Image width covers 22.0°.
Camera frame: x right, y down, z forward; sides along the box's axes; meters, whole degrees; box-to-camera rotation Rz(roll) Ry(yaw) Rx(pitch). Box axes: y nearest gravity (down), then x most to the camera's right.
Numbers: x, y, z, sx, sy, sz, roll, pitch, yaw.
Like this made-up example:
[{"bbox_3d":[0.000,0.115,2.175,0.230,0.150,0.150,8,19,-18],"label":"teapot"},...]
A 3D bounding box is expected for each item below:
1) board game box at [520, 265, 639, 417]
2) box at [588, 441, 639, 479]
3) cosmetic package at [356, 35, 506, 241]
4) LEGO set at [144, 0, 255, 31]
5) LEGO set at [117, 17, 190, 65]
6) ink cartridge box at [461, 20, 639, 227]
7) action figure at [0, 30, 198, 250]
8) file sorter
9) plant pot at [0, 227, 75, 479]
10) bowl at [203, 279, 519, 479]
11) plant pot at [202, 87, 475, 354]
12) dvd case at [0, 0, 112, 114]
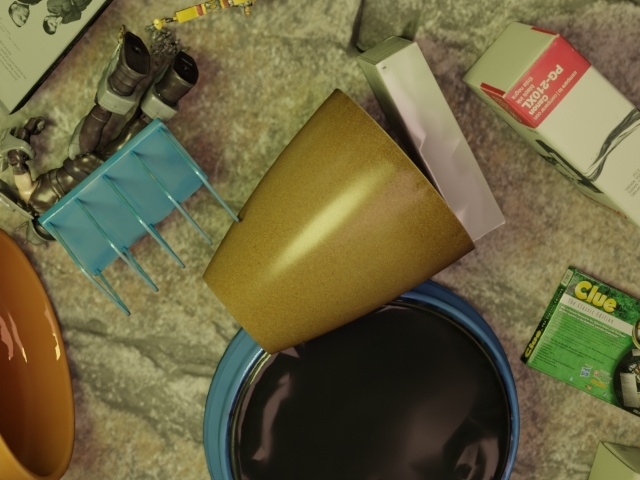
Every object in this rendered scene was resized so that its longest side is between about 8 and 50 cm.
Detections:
[{"bbox_3d":[0.391,0.144,2.057,0.259,0.030,0.136,26,98,-15],"label":"board game box"},{"bbox_3d":[0.405,0.389,2.061,0.148,0.127,0.232,12,100,-13],"label":"box"},{"bbox_3d":[0.129,-0.118,1.912,0.060,0.099,0.239,-29,107,-4],"label":"cosmetic package"},{"bbox_3d":[-0.190,-0.347,1.748,0.331,0.192,0.255,6,101,-12],"label":"LEGO set"},{"bbox_3d":[-0.189,-0.222,1.863,0.083,0.023,0.054,-11,104,-9],"label":"LEGO set"},{"bbox_3d":[0.298,-0.134,1.903,0.237,0.172,0.100,41,92,-17],"label":"ink cartridge box"},{"bbox_3d":[-0.251,-0.094,1.834,0.185,0.099,0.285,26,116,-30],"label":"action figure"},{"bbox_3d":[-0.190,-0.020,1.782,0.170,0.104,0.118,-41,142,-3],"label":"file sorter"},{"bbox_3d":[-0.415,0.147,1.781,0.203,0.291,0.291,-17,105,9],"label":"plant pot"},{"bbox_3d":[0.056,0.230,1.983,0.391,0.077,0.391,-2,102,-10],"label":"bowl"},{"bbox_3d":[0.000,0.000,1.836,0.254,0.237,0.237,-40,106,-2],"label":"plant pot"},{"bbox_3d":[-0.323,-0.264,1.725,0.179,0.029,0.238,51,132,1],"label":"dvd case"}]
